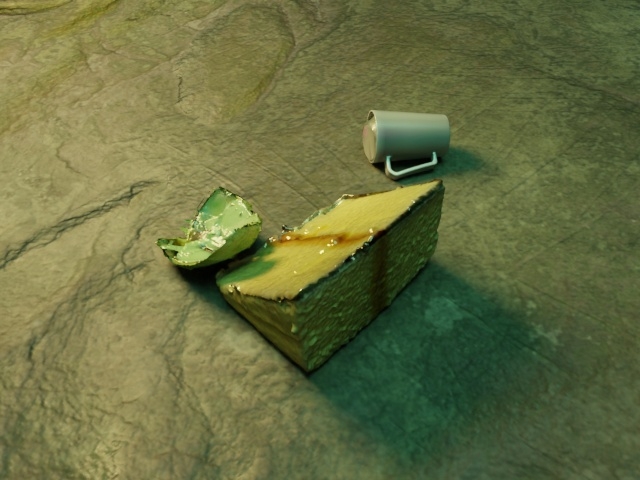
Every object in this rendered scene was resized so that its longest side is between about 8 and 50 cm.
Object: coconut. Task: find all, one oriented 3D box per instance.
[{"bbox_3d":[-0.128,-0.008,0.756,0.133,0.055,0.158,-28,27,7],"label":"coconut"}]

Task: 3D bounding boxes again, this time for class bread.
[{"bbox_3d":[0.000,0.000,0.697,0.178,0.135,0.240,32,54,31],"label":"bread"}]

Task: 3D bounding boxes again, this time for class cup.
[{"bbox_3d":[0.123,-0.136,0.903,0.116,0.074,0.104,-1,67,-8],"label":"cup"}]
